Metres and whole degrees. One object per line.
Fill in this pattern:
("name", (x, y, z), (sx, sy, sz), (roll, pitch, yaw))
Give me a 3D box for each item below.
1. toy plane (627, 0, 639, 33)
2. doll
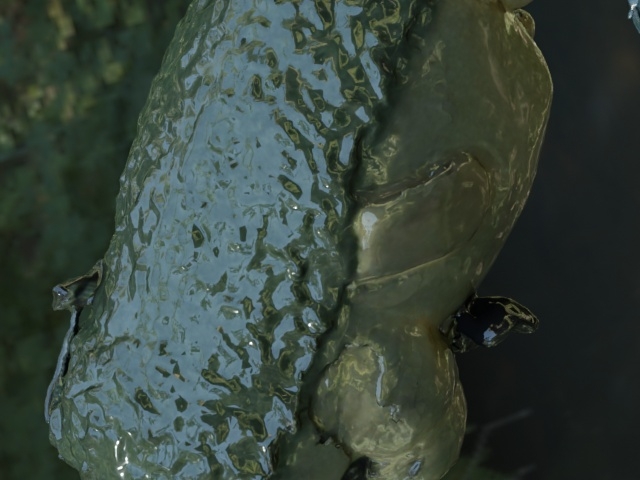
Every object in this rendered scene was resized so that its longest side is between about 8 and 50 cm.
("toy plane", (0.156, -0.066, 0.644), (0.060, 0.096, 0.235), (-126, 35, -45))
("doll", (0.000, 0.000, 1.014), (0.247, 0.349, 0.247), (28, 173, 4))
